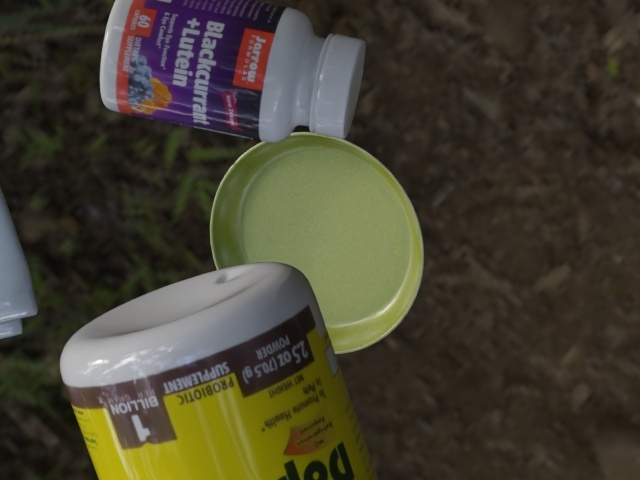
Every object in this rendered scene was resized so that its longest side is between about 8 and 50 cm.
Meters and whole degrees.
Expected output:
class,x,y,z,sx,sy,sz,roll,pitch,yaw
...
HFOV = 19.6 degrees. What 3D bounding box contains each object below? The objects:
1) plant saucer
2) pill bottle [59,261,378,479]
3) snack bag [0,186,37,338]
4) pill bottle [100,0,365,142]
class,x,y,z,sx,sy,sz,roll,pitch,yaw
plant saucer,0.000,0.000,1.938,0.241,0.037,0.241,7,109,21
pill bottle,-0.029,0.126,0.825,0.117,0.117,0.215,-7,106,51
snack bag,-0.353,-0.068,1.015,0.037,0.323,0.343,92,160,-81
pill bottle,-0.067,-0.136,1.454,0.193,0.108,0.108,11,140,6
